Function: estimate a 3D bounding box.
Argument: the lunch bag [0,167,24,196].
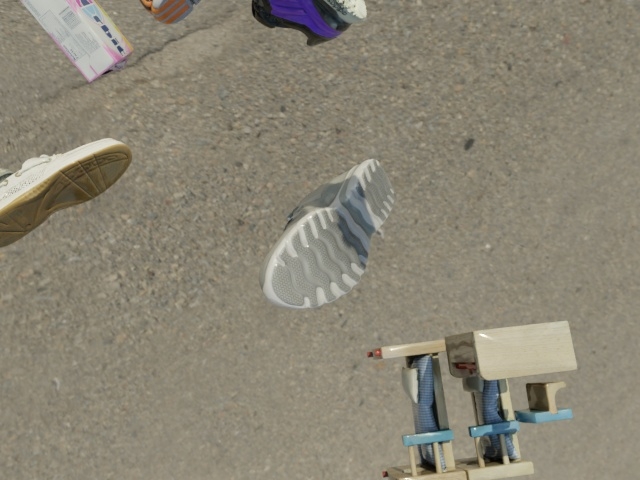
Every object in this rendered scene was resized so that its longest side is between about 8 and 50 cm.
[{"bbox_3d":[-0.715,-0.083,1.049,0.305,0.212,0.256,30,58,-1],"label":"lunch bag"}]

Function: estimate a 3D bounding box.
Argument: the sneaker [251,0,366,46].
[{"bbox_3d":[-0.075,-0.412,0.960,0.293,0.146,0.102,36,46,-29],"label":"sneaker"}]

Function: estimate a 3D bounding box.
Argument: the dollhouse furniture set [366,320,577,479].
[{"bbox_3d":[0.123,0.147,0.524,0.128,0.184,0.129,-6,78,-5],"label":"dollhouse furniture set"}]

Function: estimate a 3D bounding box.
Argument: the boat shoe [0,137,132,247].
[{"bbox_3d":[-0.450,-0.101,1.003,0.277,0.096,0.098,-33,151,-17],"label":"boat shoe"}]

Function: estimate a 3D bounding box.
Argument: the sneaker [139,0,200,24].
[{"bbox_3d":[-0.283,-0.639,1.346,0.321,0.180,0.124,-37,160,-5],"label":"sneaker"}]

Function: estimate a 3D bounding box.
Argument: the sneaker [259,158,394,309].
[{"bbox_3d":[0.000,0.000,0.775,0.105,0.115,0.281,60,39,-14],"label":"sneaker"}]

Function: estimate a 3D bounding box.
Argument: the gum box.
[{"bbox_3d":[-0.386,-0.348,0.968,0.062,0.107,0.188,-30,113,15],"label":"gum box"}]
